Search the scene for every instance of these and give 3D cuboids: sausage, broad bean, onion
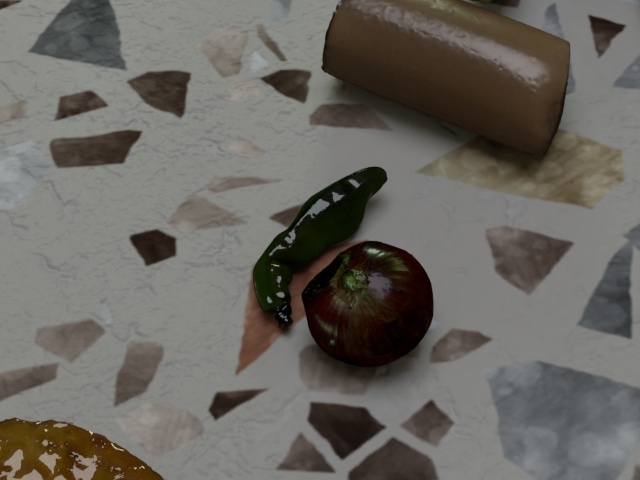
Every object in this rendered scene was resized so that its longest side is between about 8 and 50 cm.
[{"bbox_3d":[0.135,-0.176,1.820,0.253,0.123,0.123,24,56,17],"label":"sausage"},{"bbox_3d":[-0.008,-0.002,1.734,0.061,0.046,0.195,29,62,9],"label":"broad bean"},{"bbox_3d":[0.048,0.060,1.649,0.118,0.118,0.117,35,94,26],"label":"onion"}]

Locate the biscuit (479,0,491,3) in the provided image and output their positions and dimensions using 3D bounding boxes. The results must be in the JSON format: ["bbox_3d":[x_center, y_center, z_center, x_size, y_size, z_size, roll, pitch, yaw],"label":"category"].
[{"bbox_3d":[0.176,-0.283,1.894,0.056,0.052,0.188,28,25,10],"label":"biscuit"}]

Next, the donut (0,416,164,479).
[{"bbox_3d":[-0.231,0.284,1.475,0.278,0.108,0.277,-1,52,1],"label":"donut"}]
